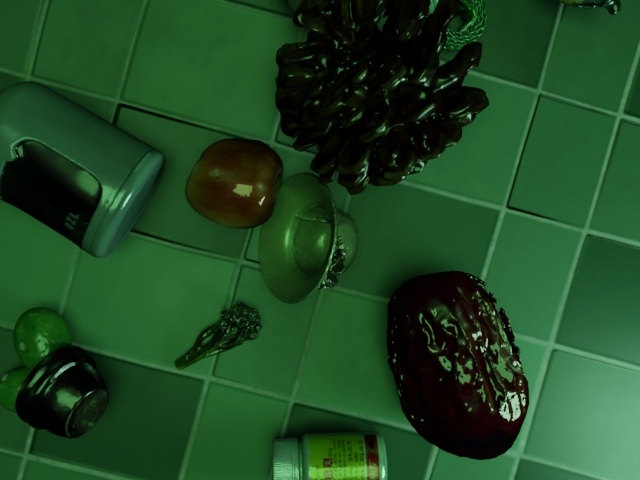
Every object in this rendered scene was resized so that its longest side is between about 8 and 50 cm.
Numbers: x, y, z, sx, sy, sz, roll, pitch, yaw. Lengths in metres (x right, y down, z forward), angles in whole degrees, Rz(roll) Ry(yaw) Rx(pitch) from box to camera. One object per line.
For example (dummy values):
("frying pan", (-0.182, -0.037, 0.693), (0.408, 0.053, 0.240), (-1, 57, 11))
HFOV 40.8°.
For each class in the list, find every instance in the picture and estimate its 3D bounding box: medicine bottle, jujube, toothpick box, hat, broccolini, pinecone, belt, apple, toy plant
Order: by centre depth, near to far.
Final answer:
("pinecone", (0.104, -0.296, 1.551), (0.398, 0.398, 0.397), (0, 94, -3))
("toothpick box", (-0.496, -0.157, 1.630), (0.355, 0.263, 0.263), (31, 92, -4))
("apple", (-0.170, -0.109, 1.677), (0.199, 0.199, 0.199), (0, 94, -3))
("toy plant", (-0.530, 0.265, 1.687), (0.235, 0.175, 0.218), (32, 98, 21))
("jujube", (0.265, 0.244, 1.698), (0.259, 0.258, 0.376), (-16, 88, -2))
("hat", (0.000, 0.000, 1.698), (0.130, 0.257, 0.257), (7, 94, -36))
("belt", (0.262, -0.456, 1.720), (0.121, 0.079, 0.151), (-44, 94, 1))
("medicine bottle", (0.016, 0.457, 1.737), (0.226, 0.139, 0.139), (-1, 94, -3))
("broccolini", (-0.206, 0.207, 1.745), (0.203, 0.068, 0.091), (-41, 114, 1))

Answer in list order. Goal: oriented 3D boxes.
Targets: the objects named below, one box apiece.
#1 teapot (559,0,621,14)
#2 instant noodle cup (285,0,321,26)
("teapot", (0.527, -0.566, 1.703), (0.183, 0.173, 0.269), (-4, 70, -35))
("instant noodle cup", (-0.003, -0.547, 1.635), (0.235, 0.235, 0.178), (-34, 85, -1))
